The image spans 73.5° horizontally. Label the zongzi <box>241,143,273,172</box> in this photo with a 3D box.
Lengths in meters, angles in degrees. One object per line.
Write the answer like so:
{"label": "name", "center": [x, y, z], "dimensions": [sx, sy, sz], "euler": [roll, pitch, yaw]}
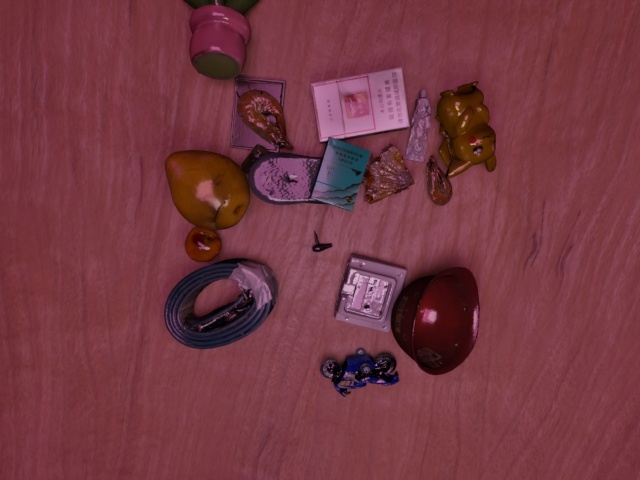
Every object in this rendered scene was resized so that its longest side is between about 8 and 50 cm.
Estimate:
{"label": "zongzi", "center": [-0.231, -0.274, 1.629], "dimensions": [0.130, 0.062, 0.154], "euler": [28, 116, -32]}

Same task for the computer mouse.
{"label": "computer mouse", "center": [-0.077, -0.225, 1.585], "dimensions": [0.370, 0.122, 0.189], "euler": [1, 97, -6]}

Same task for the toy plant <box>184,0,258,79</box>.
{"label": "toy plant", "center": [-0.371, -0.757, 1.489], "dimensions": [0.316, 0.210, 0.356], "euler": [1, 85, 4]}

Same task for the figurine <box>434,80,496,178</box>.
{"label": "figurine", "center": [0.509, -0.380, 1.510], "dimensions": [0.218, 0.169, 0.327], "euler": [-22, 90, -18]}

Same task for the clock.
{"label": "clock", "center": [0.189, 0.206, 1.633], "dimensions": [0.231, 0.116, 0.262], "euler": [15, 99, 0]}

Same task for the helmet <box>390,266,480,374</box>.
{"label": "helmet", "center": [0.389, 0.271, 1.568], "dimensions": [0.337, 0.230, 0.385], "euler": [12, 88, -32]}

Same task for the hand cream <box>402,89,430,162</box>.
{"label": "hand cream", "center": [0.364, -0.420, 1.576], "dimensions": [0.084, 0.050, 0.257], "euler": [7, 101, -1]}

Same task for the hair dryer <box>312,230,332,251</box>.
{"label": "hair dryer", "center": [0.000, 0.000, 1.660], "dimensions": [0.078, 0.031, 0.083], "euler": [-15, 89, -6]}

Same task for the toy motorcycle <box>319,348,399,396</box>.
{"label": "toy motorcycle", "center": [0.155, 0.528, 1.683], "dimensions": [0.315, 0.113, 0.169], "euler": [-3, 108, -5]}

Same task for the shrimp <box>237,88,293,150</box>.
{"label": "shrimp", "center": [-0.189, -0.438, 1.576], "dimensions": [0.145, 0.061, 0.267], "euler": [-41, 91, -1]}

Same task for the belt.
{"label": "belt", "center": [-0.375, 0.234, 1.633], "dimensions": [0.436, 0.173, 0.300], "euler": [-24, 93, 5]}

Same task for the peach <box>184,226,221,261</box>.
{"label": "peach", "center": [-0.452, 0.017, 1.633], "dimensions": [0.138, 0.138, 0.138], "euler": [0, 98, 3]}

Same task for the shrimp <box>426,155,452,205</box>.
{"label": "shrimp", "center": [0.438, -0.223, 1.603], "dimensions": [0.101, 0.042, 0.190], "euler": [-18, 96, -16]}

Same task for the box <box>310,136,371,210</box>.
{"label": "box", "center": [0.071, -0.235, 1.531], "dimensions": [0.160, 0.042, 0.227], "euler": [17, 93, -10]}

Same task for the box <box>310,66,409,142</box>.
{"label": "box", "center": [0.141, -0.483, 1.554], "dimensions": [0.330, 0.095, 0.210], "euler": [-8, 97, 5]}

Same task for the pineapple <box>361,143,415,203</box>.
{"label": "pineapple", "center": [0.249, -0.232, 1.573], "dimensions": [0.186, 0.114, 0.237], "euler": [25, 95, -1]}

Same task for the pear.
{"label": "pear", "center": [-0.412, -0.185, 1.534], "dimensions": [0.336, 0.284, 0.285], "euler": [21, 100, 34]}

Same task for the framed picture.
{"label": "framed picture", "center": [-0.236, -0.472, 1.610], "dimensions": [0.192, 0.018, 0.266], "euler": [7, 98, 2]}
